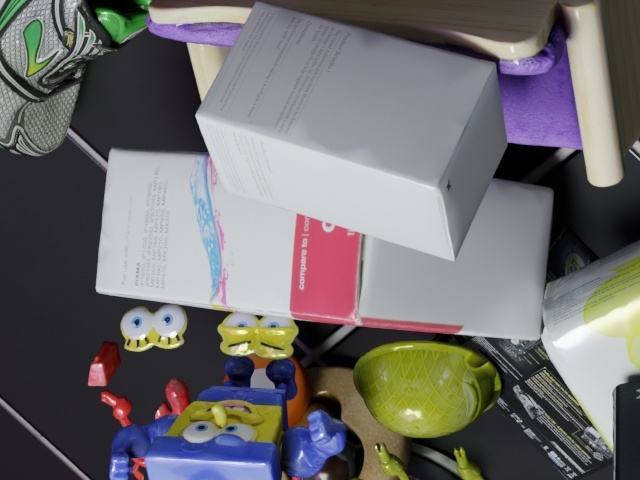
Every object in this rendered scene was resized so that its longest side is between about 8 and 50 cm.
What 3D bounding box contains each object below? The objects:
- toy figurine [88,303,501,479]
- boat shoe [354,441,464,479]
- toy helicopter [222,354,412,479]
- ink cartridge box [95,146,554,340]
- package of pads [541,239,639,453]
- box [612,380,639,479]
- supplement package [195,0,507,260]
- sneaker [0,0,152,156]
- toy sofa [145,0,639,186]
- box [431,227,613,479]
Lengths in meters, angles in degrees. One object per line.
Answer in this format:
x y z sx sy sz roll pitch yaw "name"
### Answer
-0.043 0.194 1.562 0.363 0.217 0.191 4 117 13 "toy figurine"
0.019 0.264 1.885 0.319 0.099 0.116 4 127 36 "boat shoe"
-0.019 0.287 1.746 0.235 0.355 0.140 19 163 21 "toy helicopter"
0.000 0.000 1.506 0.306 0.226 0.131 7 91 44 "ink cartridge box"
0.329 0.117 1.429 0.229 0.101 0.296 -27 109 23 "package of pads"
0.377 0.244 1.327 0.296 0.182 0.294 -11 114 14 "box"
0.024 -0.075 1.278 0.179 0.105 0.105 18 155 19 "supplement package"
-0.225 -0.186 1.619 0.146 0.134 0.343 32 141 9 "sneaker"
0.058 -0.135 1.396 0.363 0.177 0.150 9 128 32 "toy sofa"
0.210 0.100 1.586 0.180 0.077 0.147 44 141 -6 "box"
